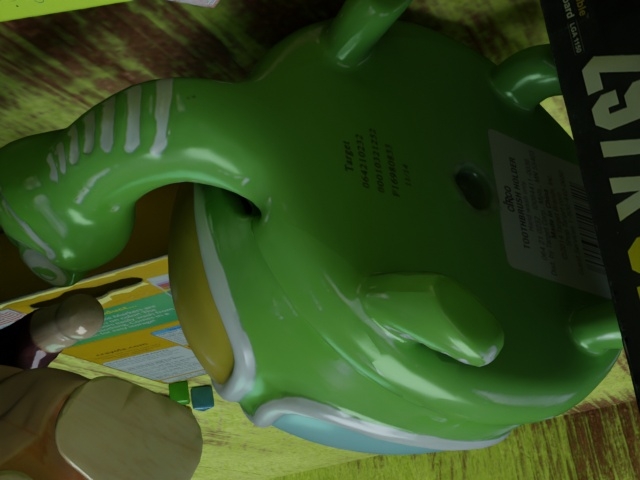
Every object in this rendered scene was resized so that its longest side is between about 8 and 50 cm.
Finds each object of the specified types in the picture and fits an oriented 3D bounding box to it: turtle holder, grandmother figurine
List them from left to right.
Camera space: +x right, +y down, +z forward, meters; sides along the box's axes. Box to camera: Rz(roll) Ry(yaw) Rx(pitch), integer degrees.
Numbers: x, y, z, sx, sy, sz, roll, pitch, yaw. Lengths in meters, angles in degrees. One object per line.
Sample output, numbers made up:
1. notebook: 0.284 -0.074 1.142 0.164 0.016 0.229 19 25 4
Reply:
1. grandmother figurine: -0.209 0.114 0.571 0.208 0.104 0.342 -35 -159 -27
2. turtle holder: 0.013 0.015 0.538 0.320 0.243 0.227 -18 166 -43

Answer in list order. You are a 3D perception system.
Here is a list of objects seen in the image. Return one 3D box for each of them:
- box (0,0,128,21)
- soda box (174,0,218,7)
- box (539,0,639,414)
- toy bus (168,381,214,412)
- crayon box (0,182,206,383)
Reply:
1. box: -0.159 -0.120 0.340 0.178 0.042 0.109 -2 150 25
2. soda box: -0.031 -0.159 0.346 0.063 0.058 0.183 3 156 -31
3. box: 0.207 -0.011 0.473 0.079 0.322 0.257 -21 156 33
4. toy bus: -0.255 0.272 1.356 0.202 0.104 0.191 -1 158 -22
5. crayon box: -0.121 0.037 0.806 0.203 0.083 0.323 -15 160 16
